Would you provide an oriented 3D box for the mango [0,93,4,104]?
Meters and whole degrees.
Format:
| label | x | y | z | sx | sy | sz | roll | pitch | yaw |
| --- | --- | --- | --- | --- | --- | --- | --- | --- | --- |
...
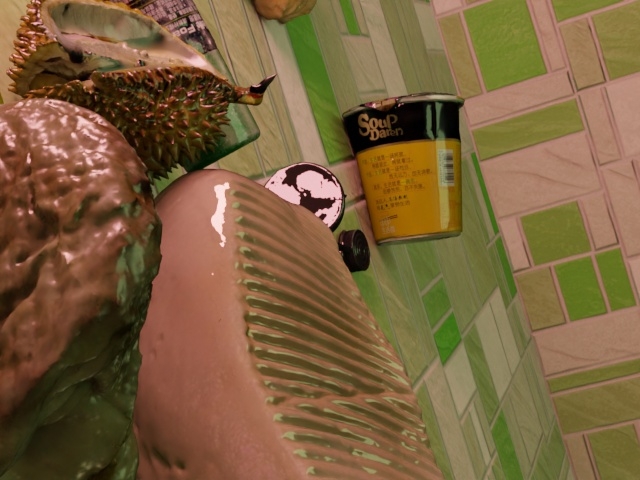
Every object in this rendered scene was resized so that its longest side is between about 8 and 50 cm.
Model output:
| label | x | y | z | sx | sy | sz | roll | pitch | yaw |
| --- | --- | --- | --- | --- | --- | --- | --- | --- | --- |
| mango | -0.285 | -0.103 | 0.827 | 0.163 | 0.089 | 0.117 | -11 | 77 | -84 |

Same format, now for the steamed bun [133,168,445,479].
| label | x | y | z | sx | sy | sz | roll | pitch | yaw |
| --- | --- | --- | --- | --- | --- | --- | --- | --- | --- |
| steamed bun | -0.070 | 0.147 | 1.006 | 0.247 | 0.236 | 0.383 | 18 | 44 | -55 |

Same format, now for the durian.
| label | x | y | z | sx | sy | sz | roll | pitch | yaw |
| --- | --- | --- | --- | --- | --- | --- | --- | --- | --- |
| durian | -0.166 | -0.118 | 1.035 | 0.237 | 0.138 | 0.193 | 10 | 28 | -29 |

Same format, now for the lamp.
| label | x | y | z | sx | sy | sz | roll | pitch | yaw |
| --- | --- | --- | --- | --- | --- | --- | --- | --- | --- |
| lamp | 0.034 | -0.009 | 1.639 | 0.371 | 0.108 | 0.130 | 38 | 43 | -62 |

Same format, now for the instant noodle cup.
| label | x | y | z | sx | sy | sz | roll | pitch | yaw |
| --- | --- | --- | --- | --- | --- | --- | --- | --- | --- |
| instant noodle cup | 0.153 | -0.116 | 1.968 | 0.215 | 0.215 | 0.236 | 6 | 76 | -71 |

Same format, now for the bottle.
| label | x | y | z | sx | sy | sz | roll | pitch | yaw |
| --- | --- | --- | --- | --- | --- | --- | --- | --- | --- |
| bottle | -0.173 | -0.228 | 1.153 | 0.330 | 0.093 | 0.093 | 61 | 19 | -5 |

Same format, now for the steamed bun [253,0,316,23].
| label | x | y | z | sx | sy | sz | roll | pitch | yaw |
| --- | --- | --- | --- | --- | --- | --- | --- | --- | --- |
| steamed bun | -0.059 | -0.471 | 1.728 | 0.292 | 0.137 | 0.295 | -57 | 130 | -63 |

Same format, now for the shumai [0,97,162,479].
| label | x | y | z | sx | sy | sz | roll | pitch | yaw |
| --- | --- | --- | --- | --- | --- | --- | --- | --- | --- |
| shumai | -0.182 | 0.055 | 0.775 | 0.272 | 0.222 | 0.203 | -61 | 149 | -5 |
